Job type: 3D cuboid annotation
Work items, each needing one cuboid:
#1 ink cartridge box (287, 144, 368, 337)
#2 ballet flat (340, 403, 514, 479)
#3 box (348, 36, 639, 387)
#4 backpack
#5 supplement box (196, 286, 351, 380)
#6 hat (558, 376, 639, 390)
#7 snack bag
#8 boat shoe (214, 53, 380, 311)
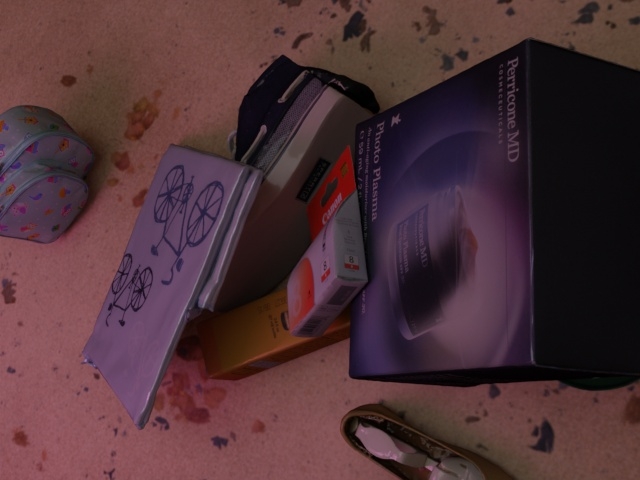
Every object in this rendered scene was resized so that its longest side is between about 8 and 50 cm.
[{"bbox_3d":[0.000,0.000,1.053,0.145,0.045,0.179,126,142,-52],"label":"ink cartridge box"},{"bbox_3d":[0.118,0.258,1.045,0.232,0.073,0.080,23,90,28],"label":"ballet flat"},{"bbox_3d":[0.177,-0.007,0.943,0.294,0.183,0.296,-18,67,57],"label":"box"},{"bbox_3d":[-0.421,-0.094,1.340,0.144,0.166,0.188,37,99,27],"label":"backpack"},{"bbox_3d":[-0.035,0.104,1.155,0.233,0.080,0.078,-23,70,22],"label":"supplement box"},{"bbox_3d":[0.279,0.050,0.948,0.208,0.183,0.173,-50,62,8],"label":"hat"},{"bbox_3d":[-0.200,0.045,1.187,0.323,0.037,0.342,22,89,62],"label":"snack bag"},{"bbox_3d":[-0.072,-0.080,1.205,0.340,0.127,0.158,-53,48,5],"label":"boat shoe"}]
